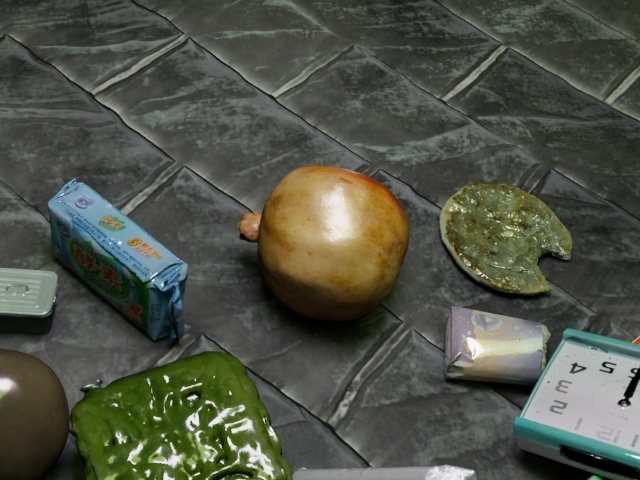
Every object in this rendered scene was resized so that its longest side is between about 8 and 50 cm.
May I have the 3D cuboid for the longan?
[{"bbox_3d":[-0.428,0.239,1.207,0.196,0.220,0.196,25,49,-33],"label":"longan"}]

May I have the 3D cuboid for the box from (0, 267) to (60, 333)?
[{"bbox_3d":[-0.460,0.095,1.404,0.122,0.069,0.084,5,50,-6],"label":"box"}]

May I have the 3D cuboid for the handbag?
[{"bbox_3d":[0.286,0.168,1.464,0.173,0.095,0.117,7,53,0],"label":"handbag"}]

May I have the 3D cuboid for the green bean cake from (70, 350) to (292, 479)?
[{"bbox_3d":[-0.185,0.291,1.235,0.250,0.156,0.247,-19,55,-14],"label":"green bean cake"}]

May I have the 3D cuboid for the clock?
[{"bbox_3d":[0.450,0.262,1.353,0.262,0.116,0.231,11,42,32],"label":"clock"}]

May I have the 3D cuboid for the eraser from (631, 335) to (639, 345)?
[{"bbox_3d":[0.593,0.209,1.521,0.230,0.038,0.157,-31,63,-28],"label":"eraser"}]

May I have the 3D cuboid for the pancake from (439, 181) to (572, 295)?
[{"bbox_3d":[0.327,-0.007,1.645,0.254,0.037,0.253,5,51,-6],"label":"pancake"}]

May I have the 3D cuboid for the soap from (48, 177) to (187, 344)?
[{"bbox_3d":[-0.313,0.032,1.424,0.293,0.156,0.077,36,53,18],"label":"soap"}]

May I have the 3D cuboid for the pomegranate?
[{"bbox_3d":[0.000,0.000,1.449,0.270,0.252,0.229,17,71,1],"label":"pomegranate"}]

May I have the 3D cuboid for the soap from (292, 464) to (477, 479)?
[{"bbox_3d":[0.105,0.437,1.255,0.302,0.258,0.159,-11,38,41],"label":"soap"}]

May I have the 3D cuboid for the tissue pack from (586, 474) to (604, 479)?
[{"bbox_3d":[0.421,0.433,1.241,0.209,0.156,0.148,36,57,16],"label":"tissue pack"}]
